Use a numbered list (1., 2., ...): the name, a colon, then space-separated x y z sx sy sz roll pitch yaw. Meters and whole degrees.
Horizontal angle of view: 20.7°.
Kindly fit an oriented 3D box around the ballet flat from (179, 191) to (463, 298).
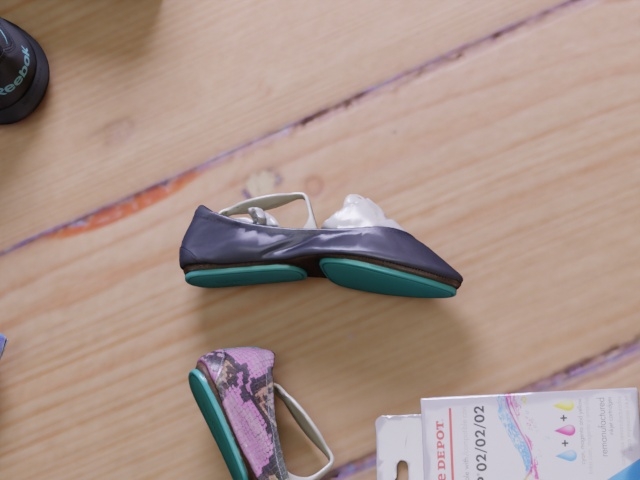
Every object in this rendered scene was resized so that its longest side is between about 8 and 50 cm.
1. ballet flat: 0.000 0.000 1.226 0.203 0.074 0.074 2 76 13

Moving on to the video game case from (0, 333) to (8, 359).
1. video game case: -0.378 0.134 1.178 0.269 0.061 0.244 24 79 -29

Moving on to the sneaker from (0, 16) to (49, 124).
1. sneaker: -0.327 -0.176 1.308 0.267 0.106 0.101 22 82 16

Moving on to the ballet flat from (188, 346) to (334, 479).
1. ballet flat: -0.023 0.172 1.189 0.079 0.077 0.221 -15 73 -15

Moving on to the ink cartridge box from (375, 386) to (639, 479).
1. ink cartridge box: 0.123 0.157 1.167 0.181 0.061 0.104 -4 75 9
